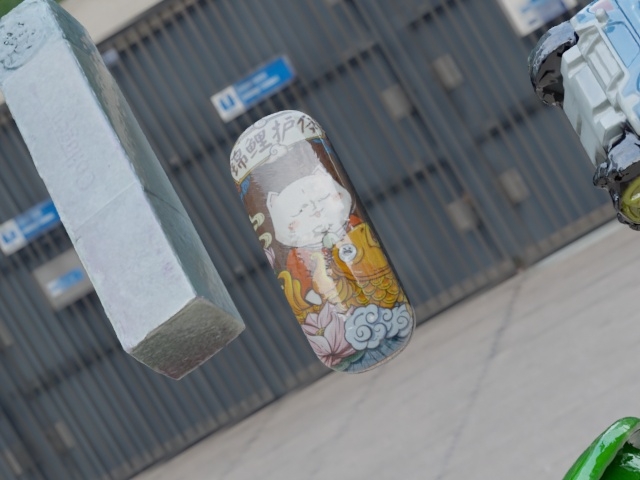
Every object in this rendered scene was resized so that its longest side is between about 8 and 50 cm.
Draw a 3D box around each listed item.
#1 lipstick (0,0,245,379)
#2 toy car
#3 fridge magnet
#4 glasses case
[{"bbox_3d":[-0.153,-0.047,1.033,0.066,0.317,0.068,-37,-35,9],"label":"lipstick"},{"bbox_3d":[0.299,-0.063,1.142,0.166,0.314,0.198,-32,39,15],"label":"toy car"},{"bbox_3d":[0.238,0.250,1.263,0.208,0.088,0.208,-46,-31,-38],"label":"fridge magnet"},{"bbox_3d":[0.000,0.000,1.687,0.122,0.321,0.082,-30,-15,14],"label":"glasses case"}]
